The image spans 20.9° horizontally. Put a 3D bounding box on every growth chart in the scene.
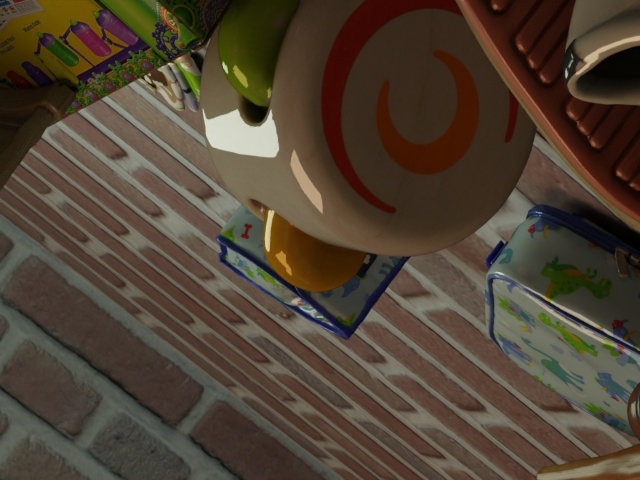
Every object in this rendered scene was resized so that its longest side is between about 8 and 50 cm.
[{"bbox_3d":[-0.186,-0.181,1.654,0.237,0.021,0.172,29,165,27],"label":"growth chart"}]

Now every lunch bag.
[{"bbox_3d":[0.000,0.000,1.578,0.151,0.129,0.096,35,166,8],"label":"lunch bag"},{"bbox_3d":[0.213,0.064,1.363,0.176,0.090,0.219,30,165,16],"label":"lunch bag"}]

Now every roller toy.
[{"bbox_3d":[0.028,-0.088,1.096,0.146,0.191,0.209,12,127,59],"label":"roller toy"}]

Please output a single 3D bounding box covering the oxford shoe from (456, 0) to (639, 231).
[{"bbox_3d":[0.189,-0.059,0.944,0.397,0.140,0.146,44,171,-20],"label":"oxford shoe"}]

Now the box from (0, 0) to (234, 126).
[{"bbox_3d":[-0.204,-0.233,1.078,0.279,0.177,0.290,42,150,-21],"label":"box"}]

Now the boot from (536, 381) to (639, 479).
[{"bbox_3d":[0.262,0.155,1.313,0.264,0.096,0.280,5,167,-32],"label":"boot"}]

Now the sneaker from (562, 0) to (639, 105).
[{"bbox_3d":[0.228,-0.081,0.749,0.258,0.091,0.094,7,158,32],"label":"sneaker"}]

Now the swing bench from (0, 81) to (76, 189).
[{"bbox_3d":[-0.322,-0.071,0.998,0.165,0.253,0.255,2,140,42],"label":"swing bench"}]
